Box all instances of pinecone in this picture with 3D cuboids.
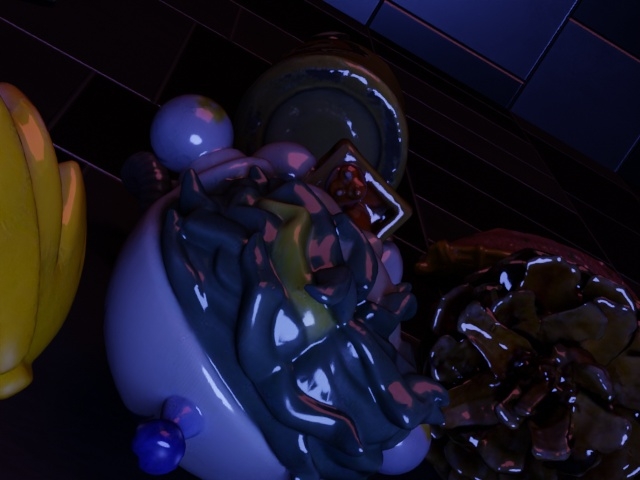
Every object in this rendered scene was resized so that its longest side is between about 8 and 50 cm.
[{"bbox_3d":[0.146,0.094,0.813,0.204,0.179,0.184,57,18,-61],"label":"pinecone"}]

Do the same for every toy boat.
[{"bbox_3d":[0.250,0.058,1.287,0.318,0.099,0.141,26,-23,-17],"label":"toy boat"}]

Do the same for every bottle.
[{"bbox_3d":[0.006,-0.135,1.278,0.172,0.171,0.351,30,15,-6],"label":"bottle"}]

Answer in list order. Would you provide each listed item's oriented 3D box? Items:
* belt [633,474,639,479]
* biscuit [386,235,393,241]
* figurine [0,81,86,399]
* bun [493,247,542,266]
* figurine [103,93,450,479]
[{"bbox_3d":[0.313,0.192,0.953,0.124,0.128,0.201,35,21,7],"label":"belt"},{"bbox_3d":[0.000,0.000,1.022,0.070,0.082,0.168,42,19,23],"label":"biscuit"},{"bbox_3d":[-0.226,-0.032,0.476,0.196,0.320,0.323,-33,71,-30],"label":"figurine"},{"bbox_3d":[0.203,0.096,1.042,0.173,0.120,0.173,37,-9,7],"label":"bun"},{"bbox_3d":[-0.023,0.032,0.739,0.261,0.186,0.382,41,10,-8],"label":"figurine"}]
